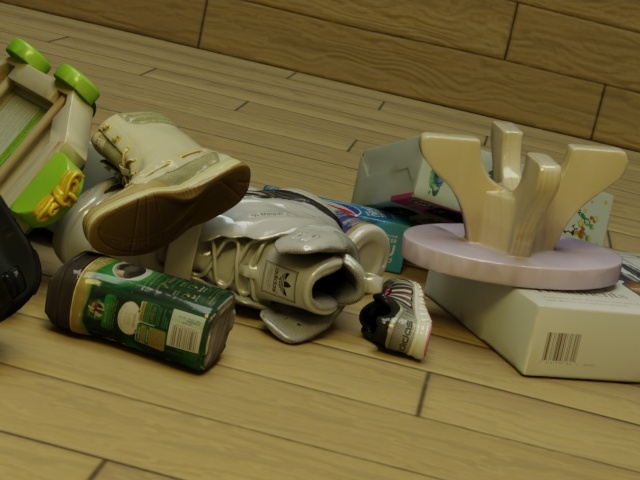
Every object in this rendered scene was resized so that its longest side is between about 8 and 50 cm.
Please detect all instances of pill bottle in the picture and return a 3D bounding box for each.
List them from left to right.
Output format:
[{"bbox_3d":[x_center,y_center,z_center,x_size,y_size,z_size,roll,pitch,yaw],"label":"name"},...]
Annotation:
[{"bbox_3d":[0.000,0.000,1.863,0.169,0.094,0.094,24,19,39],"label":"pill bottle"}]

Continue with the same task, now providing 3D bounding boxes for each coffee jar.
[{"bbox_3d":[-0.187,0.070,1.477,0.184,0.079,0.096,16,18,11],"label":"coffee jar"}]

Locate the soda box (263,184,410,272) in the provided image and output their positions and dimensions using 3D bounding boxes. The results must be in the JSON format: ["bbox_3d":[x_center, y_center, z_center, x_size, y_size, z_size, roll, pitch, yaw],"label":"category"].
[{"bbox_3d":[0.015,-0.016,1.980,0.210,0.071,0.067,12,14,-3],"label":"soda box"}]

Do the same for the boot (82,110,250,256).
[{"bbox_3d":[-0.205,-0.069,1.566,0.213,0.077,0.165,-26,48,-37],"label":"boot"}]

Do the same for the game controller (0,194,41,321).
[{"bbox_3d":[-0.394,-0.046,1.296,0.166,0.319,0.067,-33,12,-10],"label":"game controller"}]

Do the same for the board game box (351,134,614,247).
[{"bbox_3d":[0.227,-0.055,2.037,0.303,0.097,0.224,15,-8,-20],"label":"board game box"}]

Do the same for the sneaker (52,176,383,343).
[{"bbox_3d":[-0.107,0.016,1.629,0.366,0.137,0.210,1,20,-28],"label":"sneaker"}]

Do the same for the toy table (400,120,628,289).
[{"bbox_3d":[0.242,-0.044,1.744,0.274,0.161,0.252,1,17,-18],"label":"toy table"}]

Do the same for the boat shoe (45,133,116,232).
[{"bbox_3d":[-0.334,-0.069,1.814,0.367,0.136,0.156,6,10,16],"label":"boat shoe"}]

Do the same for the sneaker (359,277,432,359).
[{"bbox_3d":[0.080,0.083,1.678,0.075,0.063,0.170,16,19,-13],"label":"sneaker"}]

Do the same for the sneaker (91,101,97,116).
[{"bbox_3d":[-0.429,-0.167,2.134,0.147,0.104,0.295,27,26,38],"label":"sneaker"}]

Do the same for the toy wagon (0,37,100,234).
[{"bbox_3d":[-0.358,-0.084,1.603,0.344,0.267,0.068,29,-13,45],"label":"toy wagon"}]

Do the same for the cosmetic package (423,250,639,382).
[{"bbox_3d":[0.364,0.089,1.837,0.377,0.097,0.284,5,14,-24],"label":"cosmetic package"}]
